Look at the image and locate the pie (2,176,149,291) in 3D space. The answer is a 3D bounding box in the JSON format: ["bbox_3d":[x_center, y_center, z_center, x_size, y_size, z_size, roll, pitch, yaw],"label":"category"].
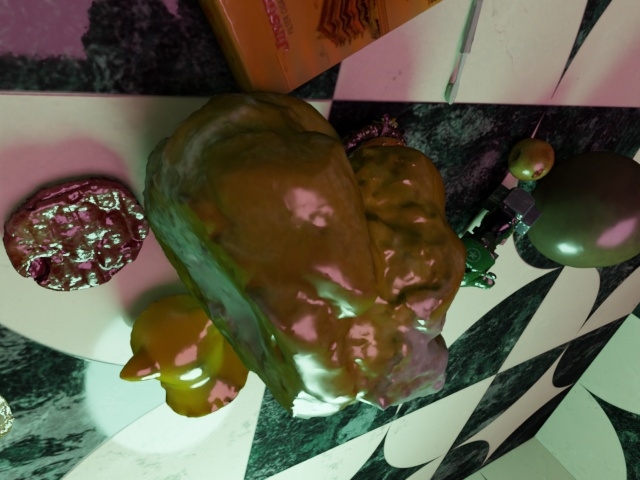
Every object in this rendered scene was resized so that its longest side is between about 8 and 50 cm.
[{"bbox_3d":[-0.273,-0.006,0.542,0.154,0.038,0.153,-24,137,-25],"label":"pie"}]

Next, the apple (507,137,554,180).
[{"bbox_3d":[0.399,-0.155,0.906,0.071,0.084,0.083,12,118,-25],"label":"apple"}]

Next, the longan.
[{"bbox_3d":[0.566,-0.060,0.999,0.258,0.258,0.257,-21,136,-23],"label":"longan"}]

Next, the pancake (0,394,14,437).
[{"bbox_3d":[-0.437,0.221,0.543,0.152,0.025,0.151,-22,136,-23],"label":"pancake"}]

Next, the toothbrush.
[{"bbox_3d":[0.212,-0.293,0.686,0.014,0.017,0.194,-14,132,-28],"label":"toothbrush"}]

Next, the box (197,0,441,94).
[{"bbox_3d":[0.008,-0.285,0.488,0.274,0.076,0.174,-34,138,-9],"label":"box"}]

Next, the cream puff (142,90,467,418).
[{"bbox_3d":[0.000,0.000,0.526,0.276,0.378,0.378,-37,141,-23],"label":"cream puff"}]

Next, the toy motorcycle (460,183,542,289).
[{"bbox_3d":[0.320,0.000,0.923,0.274,0.125,0.187,-47,166,-12],"label":"toy motorcycle"}]

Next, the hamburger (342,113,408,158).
[{"bbox_3d":[0.073,-0.086,0.700,0.164,0.093,0.189,-32,141,-12],"label":"hamburger"}]

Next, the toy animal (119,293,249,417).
[{"bbox_3d":[-0.184,0.177,0.695,0.156,0.156,0.229,-32,142,-11],"label":"toy animal"}]
